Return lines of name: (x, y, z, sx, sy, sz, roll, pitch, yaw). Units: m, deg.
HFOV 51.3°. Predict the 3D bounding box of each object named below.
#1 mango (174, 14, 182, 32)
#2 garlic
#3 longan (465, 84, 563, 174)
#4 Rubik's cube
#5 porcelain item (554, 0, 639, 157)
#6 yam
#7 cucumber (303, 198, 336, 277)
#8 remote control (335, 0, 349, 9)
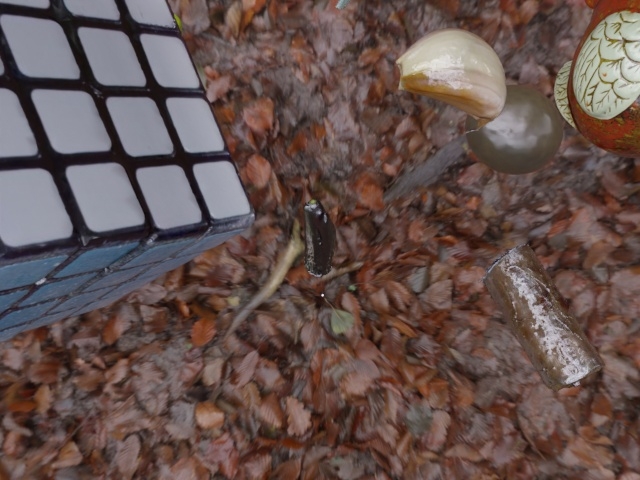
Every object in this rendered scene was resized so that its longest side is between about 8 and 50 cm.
mango: (-0.289, -0.377, 1.226, 0.073, 0.056, 0.108, -6, 57, -22)
garlic: (0.226, -0.243, 1.014, 0.206, 0.115, 0.128, 24, 100, -33)
longan: (0.471, -0.277, 1.648, 0.248, 0.248, 0.248, 0, 85, 0)
Rubik's cube: (-0.343, -0.086, 0.753, 0.344, 0.337, 0.344, -30, 82, 37)
porcelain item: (0.408, -0.241, 0.843, 0.252, 0.253, 0.253, 0, 85, 0)
yam: (0.423, 0.151, 1.289, 0.131, 0.131, 0.280, -25, 64, -2)
cucumber: (0.001, -0.001, 0.684, 0.033, 0.135, 0.034, 38, 64, 17)
remote control: (0.124, -0.678, 1.666, 0.045, 0.097, 0.256, 38, 126, -15)
